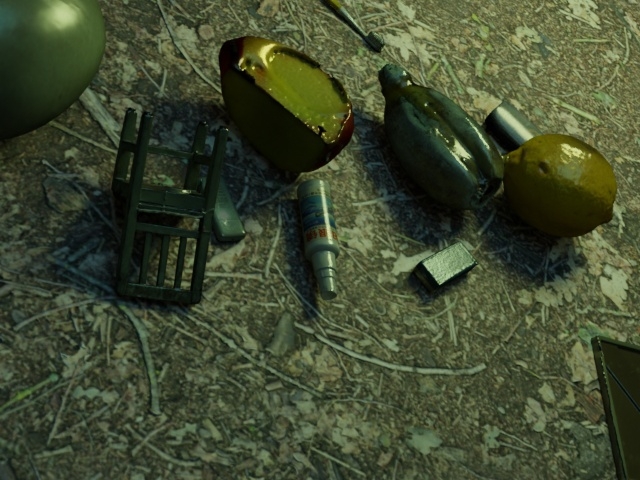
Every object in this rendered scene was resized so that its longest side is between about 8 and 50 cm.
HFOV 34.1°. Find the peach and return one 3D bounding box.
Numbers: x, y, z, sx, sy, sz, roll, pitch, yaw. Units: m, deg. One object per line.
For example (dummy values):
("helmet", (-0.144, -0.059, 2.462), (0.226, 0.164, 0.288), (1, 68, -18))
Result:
("peach", (-0.065, -0.232, 1.780), (0.267, 0.154, 0.159), (37, 46, 10))

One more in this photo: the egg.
("egg", (-0.466, -0.281, 1.507), (0.258, 0.258, 0.352), (47, 44, 10))

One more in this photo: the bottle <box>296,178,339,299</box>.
("bottle", (0.000, 0.000, 1.703), (0.060, 0.060, 0.217), (10, 53, -24))

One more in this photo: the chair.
("chair", (-0.238, -0.054, 1.571), (0.136, 0.147, 0.271), (7, 96, -23))

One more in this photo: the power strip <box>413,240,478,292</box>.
("power strip", (0.219, 0.045, 1.813), (0.123, 0.032, 0.056), (-25, 71, -42))

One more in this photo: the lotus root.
("lotus root", (0.205, -0.188, 1.924), (0.158, 0.140, 0.322), (-30, 66, -17))

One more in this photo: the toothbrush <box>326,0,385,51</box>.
("toothbrush", (0.025, -0.486, 2.121), (0.288, 0.024, 0.021), (44, 48, 7))

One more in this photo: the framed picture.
("framed picture", (0.589, 0.312, 1.834), (0.211, 0.020, 0.290), (16, 50, -20))

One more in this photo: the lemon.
("lemon", (0.446, -0.102, 1.958), (0.256, 0.188, 0.188), (25, 47, -15))

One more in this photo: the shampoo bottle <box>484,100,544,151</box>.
("shampoo bottle", (0.435, -0.183, 2.110), (0.234, 0.049, 0.087), (45, 48, 8))

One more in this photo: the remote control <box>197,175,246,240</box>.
("remote control", (-0.160, -0.053, 1.675), (0.053, 0.018, 0.125), (-6, 59, -35))
